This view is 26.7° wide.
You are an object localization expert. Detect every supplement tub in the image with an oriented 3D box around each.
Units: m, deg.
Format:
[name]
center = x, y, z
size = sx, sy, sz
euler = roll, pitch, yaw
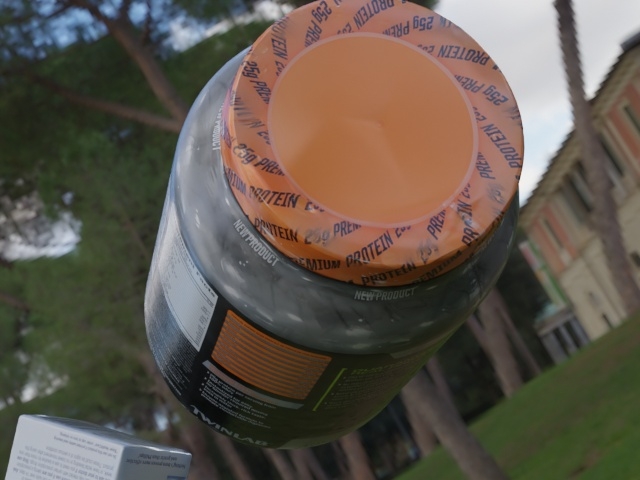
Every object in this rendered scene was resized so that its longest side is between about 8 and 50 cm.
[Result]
[supplement tub]
center = 0.000, 0.000, 0.806
size = 0.193, 0.194, 0.316
euler = -25, -14, -20

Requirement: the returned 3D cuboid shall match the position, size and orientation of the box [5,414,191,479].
[box]
center = -0.174, 0.210, 1.008
size = 0.126, 0.137, 0.072
euler = 8, -6, 42
